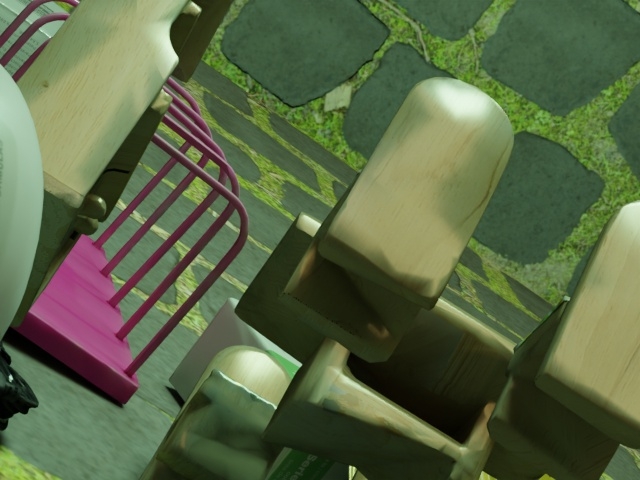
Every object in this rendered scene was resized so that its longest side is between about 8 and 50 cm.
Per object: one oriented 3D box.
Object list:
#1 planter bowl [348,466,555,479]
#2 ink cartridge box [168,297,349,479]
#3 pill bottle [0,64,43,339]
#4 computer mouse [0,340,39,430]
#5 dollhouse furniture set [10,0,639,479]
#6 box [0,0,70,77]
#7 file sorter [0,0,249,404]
[{"bbox_3d":[0.123,0.206,1.348,0.217,0.090,0.217,38,35,-33],"label":"planter bowl"},{"bbox_3d":[0.006,0.151,1.457,0.212,0.093,0.154,25,17,-44],"label":"ink cartridge box"},{"bbox_3d":[-0.341,-0.051,0.830,0.407,0.229,0.229,24,16,-51],"label":"pill bottle"},{"bbox_3d":[-0.285,0.028,1.127,0.262,0.060,0.184,46,-1,-35],"label":"computer mouse"},{"bbox_3d":[0.000,0.000,1.132,0.394,0.362,0.256,32,54,-3],"label":"dollhouse furniture set"},{"bbox_3d":[-0.358,-0.214,1.807,0.182,0.119,0.181,34,11,-10],"label":"box"},{"bbox_3d":[-0.188,-0.051,1.420,0.202,0.182,0.291,38,9,-22],"label":"file sorter"}]
